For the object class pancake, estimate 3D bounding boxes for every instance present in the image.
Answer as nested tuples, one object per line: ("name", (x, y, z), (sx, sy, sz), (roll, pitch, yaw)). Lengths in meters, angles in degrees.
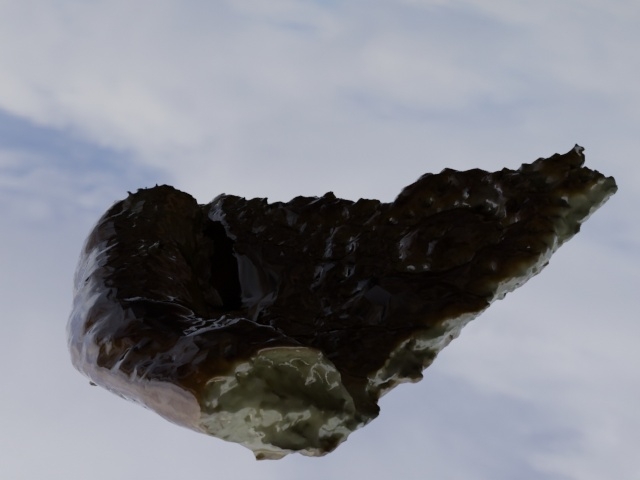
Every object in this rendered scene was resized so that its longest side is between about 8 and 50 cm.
("pancake", (0.000, 0.000, 0.569), (0.245, 0.057, 0.266), (-24, -155, 2))
